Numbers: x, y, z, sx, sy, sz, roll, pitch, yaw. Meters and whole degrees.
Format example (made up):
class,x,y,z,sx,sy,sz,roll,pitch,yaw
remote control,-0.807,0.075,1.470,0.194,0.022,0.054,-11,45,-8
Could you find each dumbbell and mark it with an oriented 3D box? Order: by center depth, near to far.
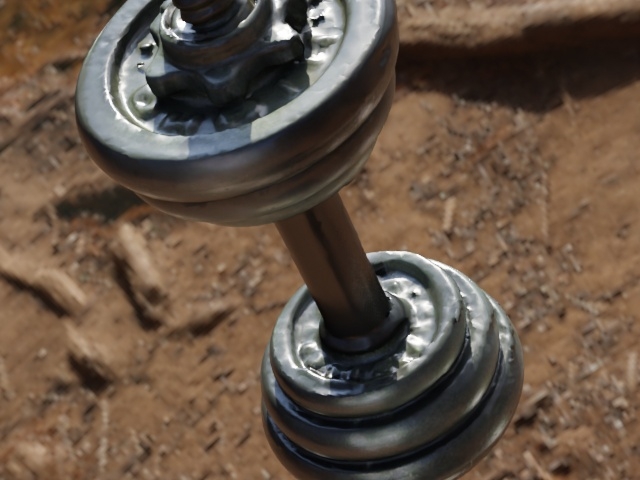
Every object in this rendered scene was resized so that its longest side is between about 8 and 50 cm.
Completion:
class,x,y,z,sx,sy,sz,roll,pitch,yaw
dumbbell,0.000,0.000,0.852,0.179,0.406,0.179,-12,45,13
